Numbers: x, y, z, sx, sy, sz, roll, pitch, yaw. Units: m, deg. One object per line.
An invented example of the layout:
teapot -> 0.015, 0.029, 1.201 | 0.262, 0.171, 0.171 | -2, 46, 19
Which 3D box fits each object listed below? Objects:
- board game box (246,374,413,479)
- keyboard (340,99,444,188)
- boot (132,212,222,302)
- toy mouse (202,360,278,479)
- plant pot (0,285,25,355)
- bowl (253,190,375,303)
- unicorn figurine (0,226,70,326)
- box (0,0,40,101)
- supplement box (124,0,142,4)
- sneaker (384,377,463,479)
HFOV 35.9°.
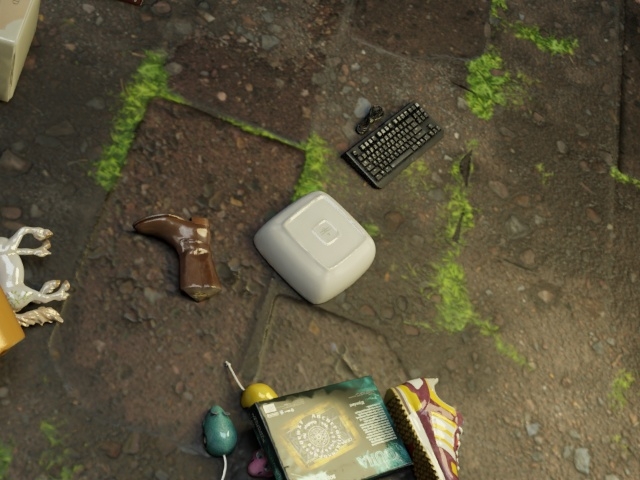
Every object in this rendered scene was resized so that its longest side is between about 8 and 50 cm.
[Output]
board game box -> 0.014, 0.237, 1.185 | 0.186, 0.026, 0.126 | -6, 61, -40
keyboard -> 0.105, -0.159, 1.505 | 0.108, 0.023, 0.180 | 44, 53, 9
boot -> -0.183, 0.023, 1.264 | 0.107, 0.037, 0.114 | -1, 64, -20
toy mouse -> -0.083, 0.234, 1.168 | 0.161, 0.031, 0.143 | 36, 53, 3
plant pot -> -0.423, 0.069, 1.048 | 0.205, 0.205, 0.188 | -40, 95, -36
bowl -> 0.000, 0.000, 1.341 | 0.142, 0.053, 0.142 | 46, 52, 9
unicorn figurine -> -0.367, 0.029, 1.167 | 0.111, 0.060, 0.161 | -16, 66, -30
box -> -0.533, -0.307, 1.277 | 0.311, 0.121, 0.147 | 14, 54, -13
supplement box -> -0.369, -0.445, 1.463 | 0.240, 0.073, 0.130 | 12, 56, -14
sneaker -> 0.152, 0.255, 1.228 | 0.084, 0.069, 0.185 | -14, 66, -23
